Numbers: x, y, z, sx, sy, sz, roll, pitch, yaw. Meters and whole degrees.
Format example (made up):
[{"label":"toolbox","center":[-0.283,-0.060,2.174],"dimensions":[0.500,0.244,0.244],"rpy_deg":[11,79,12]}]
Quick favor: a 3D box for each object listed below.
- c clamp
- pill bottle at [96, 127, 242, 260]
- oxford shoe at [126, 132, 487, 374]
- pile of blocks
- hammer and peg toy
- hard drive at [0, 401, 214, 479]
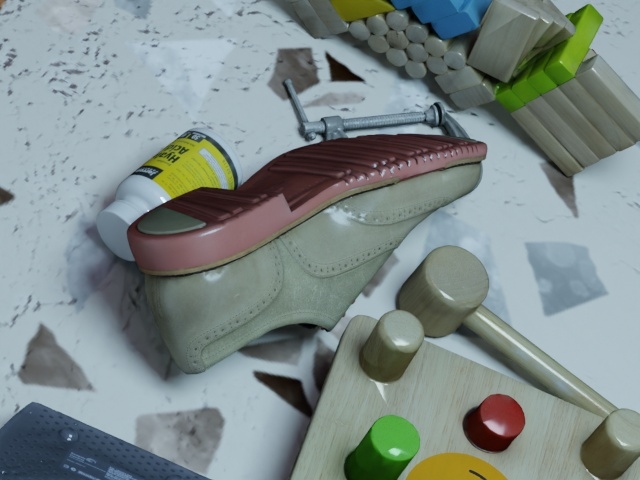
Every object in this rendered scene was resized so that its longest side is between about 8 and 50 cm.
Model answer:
[{"label":"c clamp","center":[0.060,-0.089,1.489],"dimensions":[0.161,0.022,0.137],"rpy_deg":[-2,57,-20]},{"label":"pill bottle","center":[-0.120,-0.034,1.360],"dimensions":[0.065,0.065,0.116],"rpy_deg":[40,53,10]},{"label":"oxford shoe","center":[0.000,0.000,1.366],"dimensions":[0.348,0.123,0.130],"rpy_deg":[-21,110,-35]},{"label":"pile of blocks","center":[0.138,-0.202,1.515],"dimensions":[0.362,0.149,0.112],"rpy_deg":[28,52,2]},{"label":"hammer and peg toy","center":[0.123,0.161,1.269],"dimensions":[0.266,0.127,0.361],"rpy_deg":[24,52,-2]},{"label":"hard drive","center":[-0.154,0.194,1.119],"dimensions":[0.172,0.054,0.254],"rpy_deg":[24,15,-2]}]
